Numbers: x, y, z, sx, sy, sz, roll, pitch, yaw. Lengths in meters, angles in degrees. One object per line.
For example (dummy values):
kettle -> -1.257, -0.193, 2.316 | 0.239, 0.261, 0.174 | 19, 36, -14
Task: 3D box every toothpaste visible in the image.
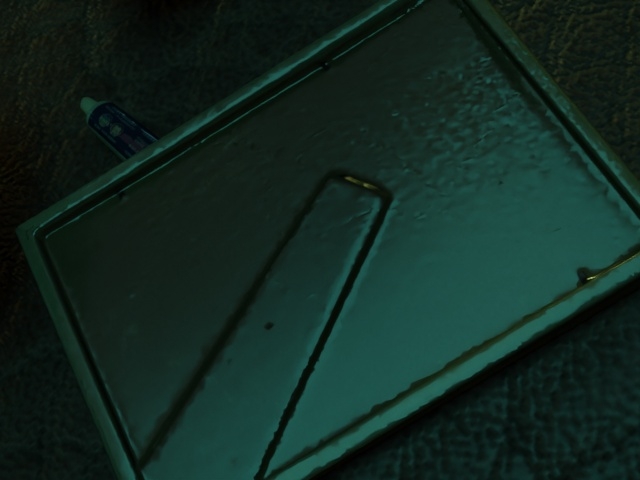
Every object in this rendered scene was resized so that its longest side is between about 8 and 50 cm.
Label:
toothpaste -> -0.113, -0.055, 0.634 | 0.140, 0.021, 0.037 | 39, 85, 27

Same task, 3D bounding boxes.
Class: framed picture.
framed picture -> 0.000, 0.000, 0.556 | 0.324, 0.020, 0.240 | -33, 63, 1
